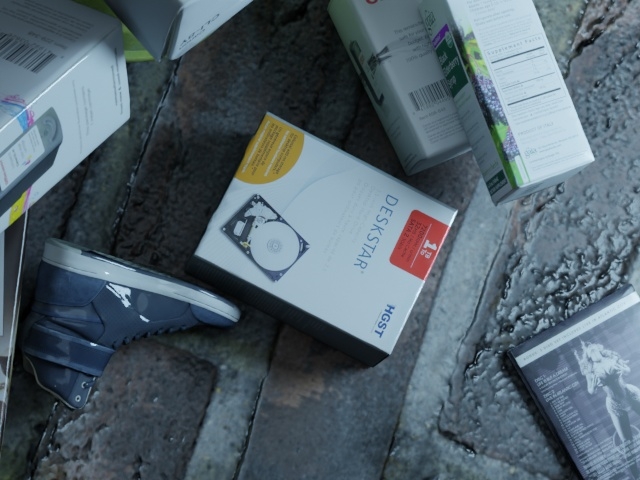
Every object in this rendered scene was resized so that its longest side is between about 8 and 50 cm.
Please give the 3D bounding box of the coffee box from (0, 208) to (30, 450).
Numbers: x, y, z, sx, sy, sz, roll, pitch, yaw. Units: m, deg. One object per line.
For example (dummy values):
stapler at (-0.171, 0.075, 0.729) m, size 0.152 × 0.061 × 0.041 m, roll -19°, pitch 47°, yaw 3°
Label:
coffee box at (-0.361, 0.096, 1.803) m, size 0.119 × 0.168 × 0.297 m, roll 7°, pitch 76°, yaw -10°

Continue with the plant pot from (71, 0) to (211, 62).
plant pot at (-0.192, -0.357, 1.904) m, size 0.276 × 0.254 × 0.276 m, roll 3°, pitch 75°, yaw -11°

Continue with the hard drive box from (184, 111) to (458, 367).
hard drive box at (0.000, 0.000, 1.941) m, size 0.232 × 0.089 × 0.181 m, roll 27°, pitch 73°, yaw -4°

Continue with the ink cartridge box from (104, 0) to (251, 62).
ink cartridge box at (-0.160, -0.407, 1.705) m, size 0.279 × 0.160 × 0.384 m, roll -41°, pitch 88°, yaw -17°

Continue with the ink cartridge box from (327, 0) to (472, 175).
ink cartridge box at (0.125, -0.203, 2.015) m, size 0.158 × 0.092 × 0.218 m, roll -23°, pitch 84°, yaw -16°

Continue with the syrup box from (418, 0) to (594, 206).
syrup box at (0.193, -0.168, 1.923) m, size 0.096 × 0.093 × 0.237 m, roll -19°, pitch 83°, yaw -15°

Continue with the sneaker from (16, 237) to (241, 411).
sneaker at (-0.203, 0.103, 1.882) m, size 0.226 × 0.086 × 0.163 m, roll 17°, pitch 90°, yaw -25°

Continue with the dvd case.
dvd case at (0.327, 0.180, 2.000) m, size 0.164 × 0.018 × 0.221 m, roll -28°, pitch 84°, yaw -15°

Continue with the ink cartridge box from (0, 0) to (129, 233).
ink cartridge box at (-0.357, -0.116, 1.709) m, size 0.226 × 0.131 × 0.306 m, roll 24°, pitch 50°, yaw 23°
